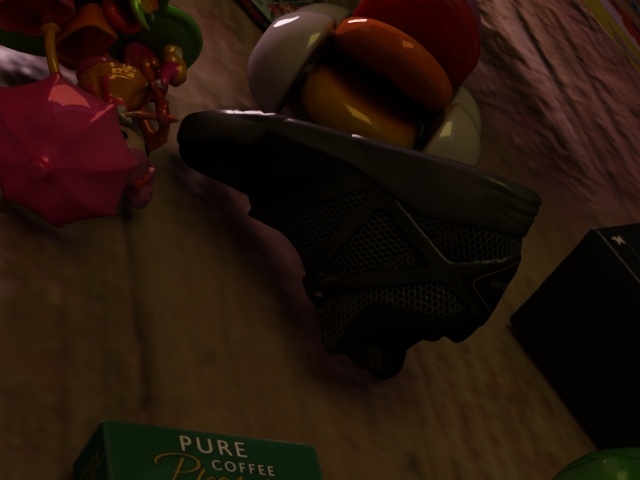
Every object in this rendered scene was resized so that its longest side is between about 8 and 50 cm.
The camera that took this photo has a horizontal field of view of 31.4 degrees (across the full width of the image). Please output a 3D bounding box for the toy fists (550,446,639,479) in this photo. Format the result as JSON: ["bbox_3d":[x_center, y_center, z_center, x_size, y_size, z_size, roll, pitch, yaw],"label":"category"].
[{"bbox_3d":[0.218,0.219,0.565,0.142,0.096,0.279,-14,59,-45],"label":"toy fists"}]

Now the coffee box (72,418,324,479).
[{"bbox_3d":[-0.037,0.163,0.466,0.113,0.040,0.184,11,42,-31],"label":"coffee box"}]

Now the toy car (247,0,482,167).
[{"bbox_3d":[0.050,-0.118,0.762,0.159,0.136,0.182,33,17,-1],"label":"toy car"}]

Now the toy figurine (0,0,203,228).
[{"bbox_3d":[-0.130,-0.076,0.637,0.173,0.130,0.159,33,41,-49],"label":"toy figurine"}]

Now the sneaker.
[{"bbox_3d":[0.000,0.000,0.650,0.227,0.130,0.087,19,3,25],"label":"sneaker"}]

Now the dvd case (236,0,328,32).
[{"bbox_3d":[-0.018,-0.176,0.898,0.087,0.013,0.119,-17,59,-48],"label":"dvd case"}]

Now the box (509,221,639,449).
[{"bbox_3d":[0.275,0.110,0.730,0.184,0.103,0.261,-4,52,-45],"label":"box"}]

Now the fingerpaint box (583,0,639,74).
[{"bbox_3d":[0.291,-0.298,1.004,0.445,0.163,0.371,58,12,23],"label":"fingerpaint box"}]
